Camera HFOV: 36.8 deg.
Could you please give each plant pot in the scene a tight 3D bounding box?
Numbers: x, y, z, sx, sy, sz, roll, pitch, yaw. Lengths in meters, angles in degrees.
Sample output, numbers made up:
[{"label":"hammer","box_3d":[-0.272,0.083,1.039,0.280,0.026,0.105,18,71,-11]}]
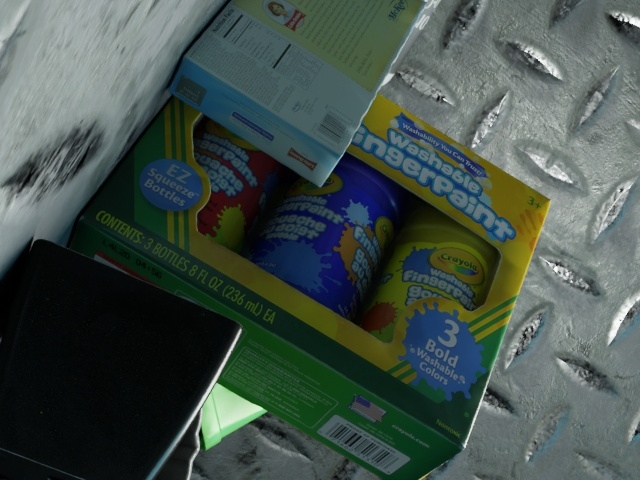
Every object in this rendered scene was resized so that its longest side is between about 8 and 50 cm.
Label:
[{"label":"plant pot","box_3d":[-0.199,0.142,0.819,0.187,0.188,0.167,-52,-162,52]}]

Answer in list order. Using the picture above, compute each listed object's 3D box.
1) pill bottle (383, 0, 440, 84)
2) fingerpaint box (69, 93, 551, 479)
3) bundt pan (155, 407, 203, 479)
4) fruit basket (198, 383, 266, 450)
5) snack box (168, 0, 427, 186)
[{"label":"pill bottle","box_3d":[0.055,-0.352,1.397,0.363,0.210,0.210,-57,-176,19]},{"label":"fingerpaint box","box_3d":[0.000,0.000,1.095,0.371,0.445,0.163,-61,-176,-38]},{"label":"bundt pan","box_3d":[-0.305,0.263,1.338,0.331,0.124,0.330,-13,105,-61]},{"label":"fruit basket","box_3d":[-0.281,0.193,1.710,0.392,0.392,0.283,-59,-166,-13]},{"label":"snack box","box_3d":[-0.013,-0.220,1.072,0.060,0.187,0.322,-53,-174,47]}]
